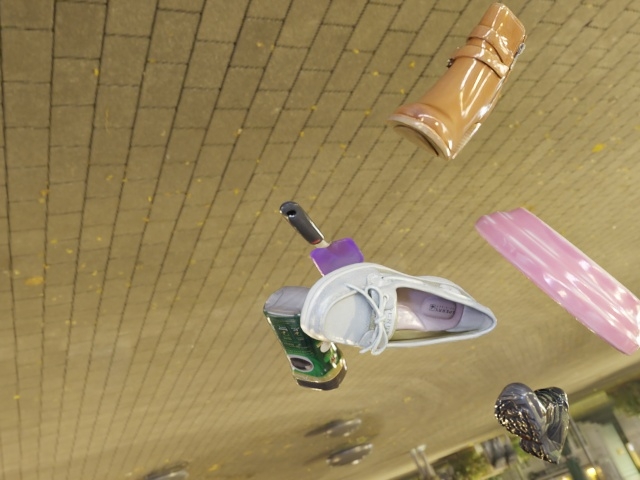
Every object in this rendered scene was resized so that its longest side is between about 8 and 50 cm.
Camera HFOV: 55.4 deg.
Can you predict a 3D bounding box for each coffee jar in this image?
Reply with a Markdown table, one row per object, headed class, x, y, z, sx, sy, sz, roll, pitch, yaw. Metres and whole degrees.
| class | x | y | z | sx | sy | sz | roll | pitch | yaw |
| --- | --- | --- | --- | --- | --- | --- | --- | --- | --- |
| coffee jar | -0.021 | 0.167 | 1.018 | 0.096 | 0.079 | 0.184 | 3 | 127 | 33 |

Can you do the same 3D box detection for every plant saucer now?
| class | x | y | z | sx | sy | sz | roll | pitch | yaw |
| --- | --- | --- | --- | --- | --- | --- | --- | --- | --- |
| plant saucer | 0.415 | 0.052 | 1.040 | 0.084 | 0.332 | 0.332 | -51 | 146 | 13 |

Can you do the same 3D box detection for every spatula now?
| class | x | y | z | sx | sy | sz | roll | pitch | yaw |
| --- | --- | --- | --- | --- | --- | --- | --- | --- | --- |
| spatula | 0.000 | 0.000 | 0.971 | 0.084 | 0.030 | 0.296 | -21 | 157 | 11 |

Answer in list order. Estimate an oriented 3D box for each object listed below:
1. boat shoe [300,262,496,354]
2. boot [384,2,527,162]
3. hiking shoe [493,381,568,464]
| class | x | y | z | sx | sy | sz | roll | pitch | yaw |
| --- | --- | --- | --- | --- | --- | --- | --- | --- | --- |
| boat shoe | 0.119 | 0.105 | 0.886 | 0.321 | 0.103 | 0.118 | 8 | 99 | -36 |
| boot | 0.207 | -0.224 | 0.858 | 0.220 | 0.109 | 0.283 | -60 | 158 | 17 |
| hiking shoe | 0.371 | 0.289 | 1.050 | 0.086 | 0.114 | 0.226 | 9 | 146 | 42 |
